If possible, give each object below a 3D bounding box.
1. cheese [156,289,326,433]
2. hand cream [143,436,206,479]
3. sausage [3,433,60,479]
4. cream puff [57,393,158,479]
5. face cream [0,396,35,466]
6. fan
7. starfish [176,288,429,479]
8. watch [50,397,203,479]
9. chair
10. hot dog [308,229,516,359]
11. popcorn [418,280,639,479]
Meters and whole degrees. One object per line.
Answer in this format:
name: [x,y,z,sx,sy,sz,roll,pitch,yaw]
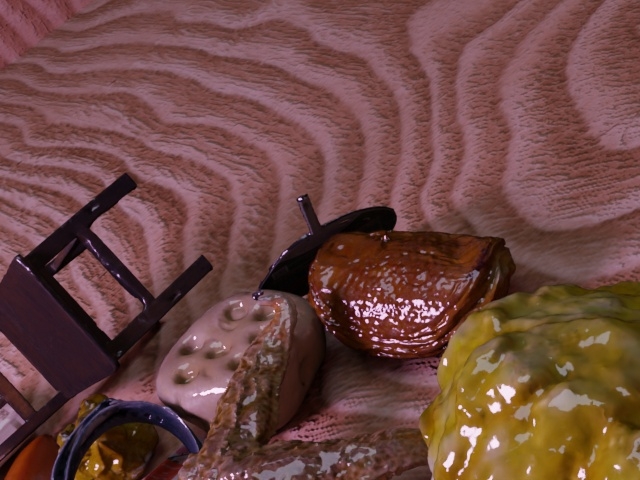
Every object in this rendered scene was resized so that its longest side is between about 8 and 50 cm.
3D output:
cheese: [-0.095,0.167,1.702,0.235,0.117,0.218,-29,30,1]
hand cream: [-0.212,0.326,1.646,0.080,0.050,0.234,-2,33,47]
sausage: [-0.393,0.372,1.691,0.083,0.089,0.300,-25,29,24]
cream puff: [-0.293,0.263,1.742,0.146,0.116,0.146,-22,34,16]
face cream: [-0.573,0.363,1.877,0.173,0.081,0.348,8,47,47]
fan: [-0.017,0.021,1.766,0.223,0.294,0.012,-42,67,23]
starfish: [-0.040,0.261,1.453,0.324,0.082,0.432,13,57,34]
watch: [-0.236,0.293,1.593,0.193,0.068,0.206,32,52,21]
chair: [-0.383,0.132,1.818,0.416,0.203,0.240,-44,4,-36]
hot dog: [0.122,0.057,1.659,0.272,0.122,0.196,2,37,32]
popcorn: [0.265,0.164,1.201,0.292,0.293,0.334,-44,9,50]
